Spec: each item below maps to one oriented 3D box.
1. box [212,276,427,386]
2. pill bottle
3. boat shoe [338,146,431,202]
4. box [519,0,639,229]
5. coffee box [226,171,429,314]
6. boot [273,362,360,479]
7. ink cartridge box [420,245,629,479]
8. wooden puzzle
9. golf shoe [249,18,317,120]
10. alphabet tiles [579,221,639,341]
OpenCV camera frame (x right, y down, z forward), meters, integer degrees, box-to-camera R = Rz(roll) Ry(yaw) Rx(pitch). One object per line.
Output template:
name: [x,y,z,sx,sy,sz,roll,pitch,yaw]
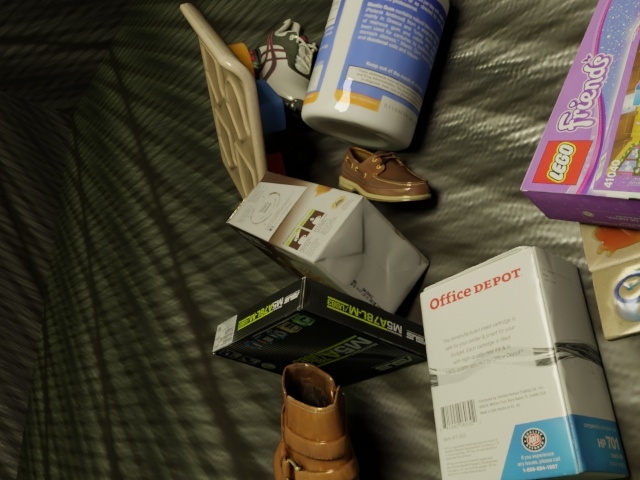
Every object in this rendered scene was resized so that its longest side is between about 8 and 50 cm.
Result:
box: [-0.003,0.119,0.715,0.190,0.184,0.045,-31,41,44]
pill bottle: [0.082,-0.268,0.798,0.152,0.152,0.272,14,87,57]
boat shoe: [0.078,-0.087,0.788,0.178,0.064,0.060,28,121,58]
box: [0.296,-0.144,0.445,0.201,0.057,0.293,14,75,52]
coffee box: [0.000,0.000,0.785,0.098,0.141,0.246,-54,33,-9]
boot: [0.025,0.271,0.632,0.283,0.109,0.220,-146,53,-67]
ink cartridge box: [0.174,0.121,0.551,0.139,0.082,0.191,-32,50,45]
wooden puzzle: [-0.119,-0.186,0.989,0.322,0.080,0.348,-123,17,-49]
golf shoe: [-0.058,-0.307,1.067,0.120,0.105,0.273,-50,40,19]
alphabet tiles: [0.320,-0.068,0.421,0.285,0.011,0.342,-25,47,37]
